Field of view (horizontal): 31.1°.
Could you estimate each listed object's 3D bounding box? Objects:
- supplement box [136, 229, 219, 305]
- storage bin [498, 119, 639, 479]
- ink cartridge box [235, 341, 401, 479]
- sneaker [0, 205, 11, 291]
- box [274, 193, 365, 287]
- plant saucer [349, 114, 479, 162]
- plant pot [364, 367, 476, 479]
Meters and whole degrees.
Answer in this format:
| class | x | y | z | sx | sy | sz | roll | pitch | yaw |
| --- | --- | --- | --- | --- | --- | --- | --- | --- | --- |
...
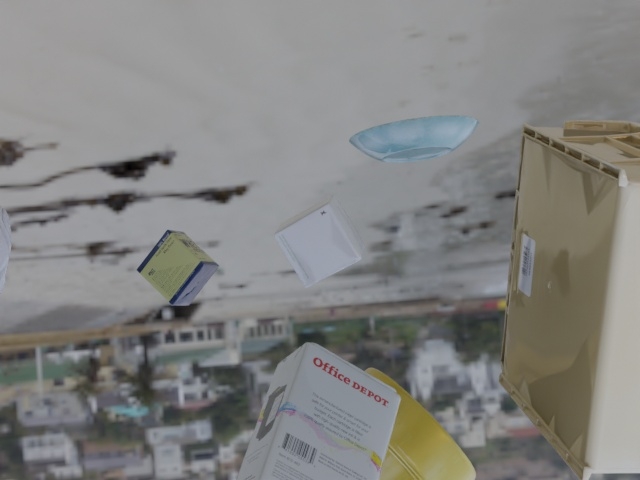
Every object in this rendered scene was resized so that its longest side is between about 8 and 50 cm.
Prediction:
| class | x | y | z | sx | sy | sz | roll | pitch | yaw |
| --- | --- | --- | --- | --- | --- | --- | --- | --- | --- |
| supplement box | -0.217 | 0.042 | 1.754 | 0.083 | 0.083 | 0.056 | -51 | 162 | 10 |
| storage bin | 0.255 | 0.041 | 1.013 | 0.123 | 0.262 | 0.260 | 0 | -165 | -9 |
| ink cartridge box | -0.002 | 0.215 | 1.203 | 0.127 | 0.175 | 0.072 | 32 | 141 | -14 |
| sneaker | -0.407 | -0.051 | 1.155 | 0.101 | 0.268 | 0.153 | -21 | 162 | 32 |
| box | 0.000 | 0.000 | 1.761 | 0.102 | 0.101 | 0.087 | -29 | -172 | 11 |
| plant saucer | 0.141 | -0.144 | 1.701 | 0.195 | 0.037 | 0.195 | -8 | 173 | -1 |
| plant pot | 0.082 | 0.376 | 1.872 | 0.239 | 0.254 | 0.254 | -42 | -177 | -11 |
